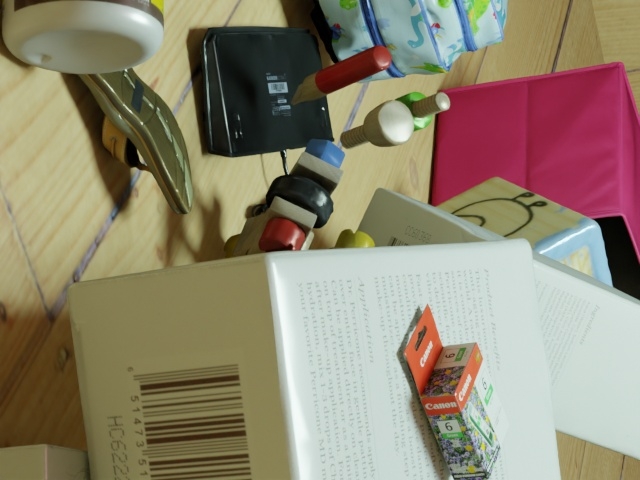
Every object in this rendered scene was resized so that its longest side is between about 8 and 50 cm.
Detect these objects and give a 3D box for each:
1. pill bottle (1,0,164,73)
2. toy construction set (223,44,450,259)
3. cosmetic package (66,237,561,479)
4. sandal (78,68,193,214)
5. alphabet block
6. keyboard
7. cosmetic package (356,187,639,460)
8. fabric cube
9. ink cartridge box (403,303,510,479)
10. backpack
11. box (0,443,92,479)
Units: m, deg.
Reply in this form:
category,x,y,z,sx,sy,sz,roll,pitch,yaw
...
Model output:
category,x,y,z,sx,sy,sz,roll,pitch,yaw
pill bottle,-0.173,-0.239,1.452,0.117,0.117,0.215,36,49,-66
toy construction set,0.000,0.000,1.810,0.257,0.237,0.309,10,75,-33
cosmetic package,0.016,0.122,1.440,0.453,0.161,0.230,-1,84,-62
sandal,-0.156,-0.094,1.578,0.180,0.049,0.072,54,25,-30
alphabet block,0.203,0.068,2.248,0.192,0.197,0.193,-26,118,-23
keyboard,-0.047,-0.108,1.930,0.317,0.033,0.202,-16,97,-71
cosmetic package,0.220,0.097,2.017,0.385,0.217,0.156,24,93,-34
fabric cube,0.297,-0.041,2.594,0.254,0.259,0.258,61,27,-48
ink cartridge box,0.096,0.106,1.391,0.115,0.029,0.063,67,31,-27
backpack,0.090,-0.332,2.135,0.290,0.273,0.355,76,31,-41
box,-0.181,0.208,1.314,0.170,0.091,0.130,29,56,-68
